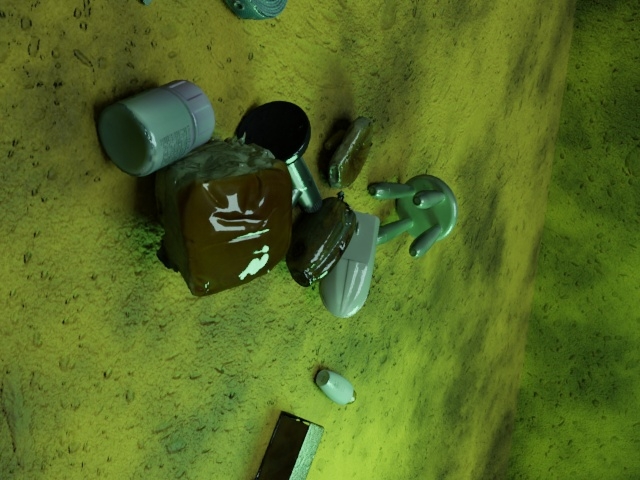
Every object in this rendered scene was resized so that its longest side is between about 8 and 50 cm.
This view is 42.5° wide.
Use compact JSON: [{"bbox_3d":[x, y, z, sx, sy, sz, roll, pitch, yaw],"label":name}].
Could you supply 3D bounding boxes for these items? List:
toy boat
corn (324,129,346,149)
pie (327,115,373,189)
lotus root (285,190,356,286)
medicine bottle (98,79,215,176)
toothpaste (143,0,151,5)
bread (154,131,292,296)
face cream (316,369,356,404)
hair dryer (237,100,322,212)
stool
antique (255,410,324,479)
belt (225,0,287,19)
[{"bbox_3d":[0.063,0.055,2.082,0.141,0.140,0.269,12,91,-58],"label":"toy boat"},{"bbox_3d":[0.039,-0.246,2.008,0.083,0.028,0.027,-44,163,-38],"label":"corn"},{"bbox_3d":[0.077,-0.212,2.033,0.195,0.046,0.195,-56,163,-27],"label":"pie"},{"bbox_3d":[0.000,0.000,1.956,0.124,0.123,0.241,43,64,-21],"label":"lotus root"},{"bbox_3d":[-0.280,-0.198,1.424,0.168,0.135,0.135,-38,132,-44],"label":"medicine bottle"},{"bbox_3d":[-0.249,-0.520,1.441,0.255,0.037,0.067,-59,150,-21],"label":"toothpaste"},{"bbox_3d":[-0.185,-0.044,1.542,0.279,0.225,0.250,-23,130,-44],"label":"bread"},{"bbox_3d":[0.044,0.402,2.245,0.182,0.051,0.072,45,63,-53],"label":"face cream"},{"bbox_3d":[-0.083,-0.087,1.762,0.320,0.155,0.284,70,31,-53],"label":"hair dryer"},{"bbox_3d":[0.252,-0.072,2.256,0.198,0.195,0.195,-20,118,-52],"label":"stool"},{"bbox_3d":[-0.097,0.593,2.057,0.087,0.093,0.310,41,68,-55],"label":"antique"},{"bbox_3d":[-0.127,-0.505,1.598,0.163,0.082,0.148,-25,118,-53],"label":"belt"}]
